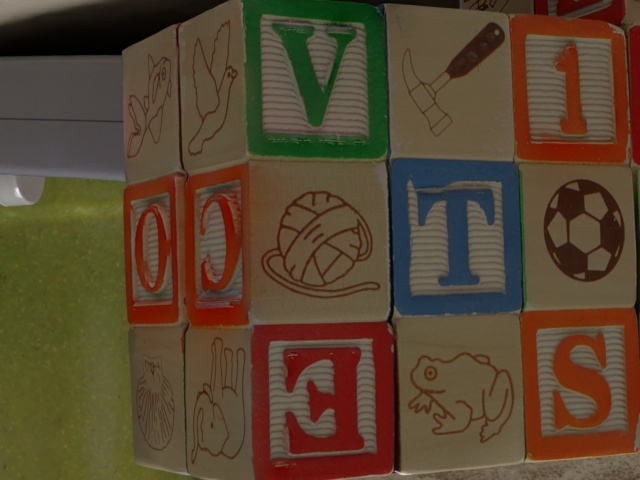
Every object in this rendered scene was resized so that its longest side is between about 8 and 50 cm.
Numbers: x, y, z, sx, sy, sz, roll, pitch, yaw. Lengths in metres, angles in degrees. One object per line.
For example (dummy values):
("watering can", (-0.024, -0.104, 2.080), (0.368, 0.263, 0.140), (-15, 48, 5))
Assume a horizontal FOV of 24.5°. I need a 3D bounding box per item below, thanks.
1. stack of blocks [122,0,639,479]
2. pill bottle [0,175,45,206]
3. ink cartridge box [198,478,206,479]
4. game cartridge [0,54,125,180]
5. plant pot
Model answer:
("stack of blocks", (0.090, -0.020, 0.481), (0.297, 0.171, 0.087), (-1, 177, -28))
("pill bottle", (-0.223, -0.040, 0.857), (0.116, 0.065, 0.065), (-3, 178, 12))
("ink cartridge box", (-0.182, 0.100, 1.412), (0.131, 0.306, 0.226), (-3, 177, -1))
("game cartridge", (-0.034, -0.049, 0.650), (0.297, 0.062, 0.198), (5, 179, 33))
("plant pot", (-0.181, 0.058, 1.025), (0.276, 0.254, 0.276), (-3, 177, 0))
